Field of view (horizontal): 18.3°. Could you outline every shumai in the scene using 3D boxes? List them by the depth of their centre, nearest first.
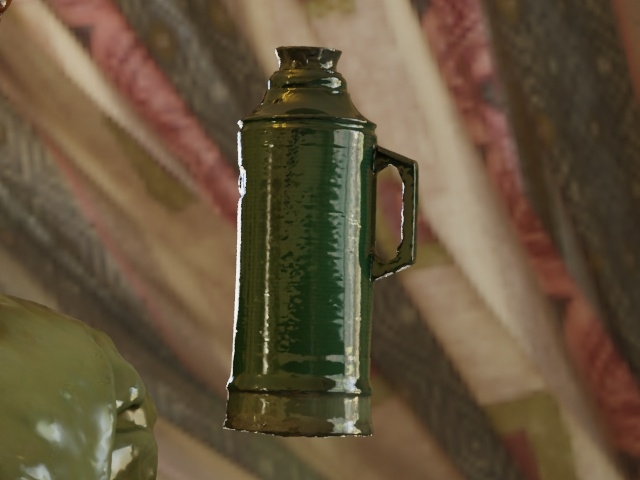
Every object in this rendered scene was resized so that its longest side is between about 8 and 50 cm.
[{"bbox_3d":[-0.186,0.149,1.082,0.330,0.292,0.288,-4,-3,-37],"label":"shumai"}]

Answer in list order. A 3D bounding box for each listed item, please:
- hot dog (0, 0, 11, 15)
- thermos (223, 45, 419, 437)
[{"bbox_3d":[-0.224,-0.185,1.333,0.047,0.216,0.066,5,-33,8],"label":"hot dog"},{"bbox_3d":[-0.005,0.000,0.962,0.083,0.188,0.073,-2,-4,44],"label":"thermos"}]
